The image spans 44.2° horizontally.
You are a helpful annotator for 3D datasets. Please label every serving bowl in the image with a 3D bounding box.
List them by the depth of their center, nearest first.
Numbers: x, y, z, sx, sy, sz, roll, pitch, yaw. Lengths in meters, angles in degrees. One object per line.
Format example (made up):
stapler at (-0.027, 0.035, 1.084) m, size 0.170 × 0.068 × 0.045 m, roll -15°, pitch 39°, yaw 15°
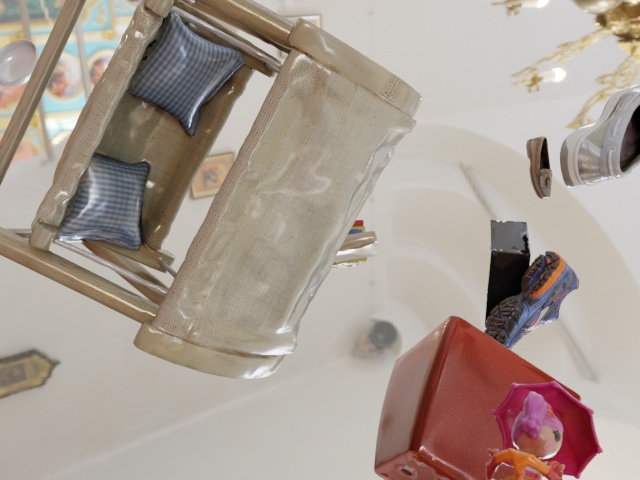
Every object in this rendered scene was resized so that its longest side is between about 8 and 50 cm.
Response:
serving bowl at (-0.465, -0.268, 1.216) m, size 0.083 × 0.083 × 0.027 m, roll 51°, pitch -2°, yaw 31°

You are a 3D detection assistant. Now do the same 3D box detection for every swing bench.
swing bench at (-0.093, -0.059, 0.609) m, size 0.254 × 0.165 × 0.253 m, roll 29°, pitch -82°, yaw 13°

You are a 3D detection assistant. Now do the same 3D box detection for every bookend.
bookend at (0.357, 0.061, 1.516) m, size 0.072 × 0.157 × 0.156 m, roll 4°, pitch -65°, yaw 10°

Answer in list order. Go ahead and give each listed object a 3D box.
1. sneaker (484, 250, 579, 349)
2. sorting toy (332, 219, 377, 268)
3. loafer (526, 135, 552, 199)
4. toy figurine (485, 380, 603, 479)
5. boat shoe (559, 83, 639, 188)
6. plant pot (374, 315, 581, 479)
sneaker at (0.371, 0.127, 1.379) m, size 0.221 × 0.087 × 0.083 m, roll -54°, pitch -158°, yaw 20°
sorting toy at (0.000, 0.000, 0.951) m, size 0.274 × 0.132 × 0.046 m, roll 64°, pitch 17°, yaw -80°
loafer at (0.439, -0.145, 1.561) m, size 0.039 × 0.045 × 0.125 m, roll -18°, pitch -101°, yaw 48°
toy figurine at (0.144, 0.171, 0.556) m, size 0.130 × 0.159 × 0.173 m, roll 3°, pitch -31°, yaw 26°
boat shoe at (0.510, -0.174, 1.292) m, size 0.103 × 0.320 × 0.118 m, roll 5°, pitch -63°, yaw 47°
plant pot at (0.243, 0.336, 1.377) m, size 0.267 × 0.236 × 0.267 m, roll 33°, pitch -32°, yaw -1°
